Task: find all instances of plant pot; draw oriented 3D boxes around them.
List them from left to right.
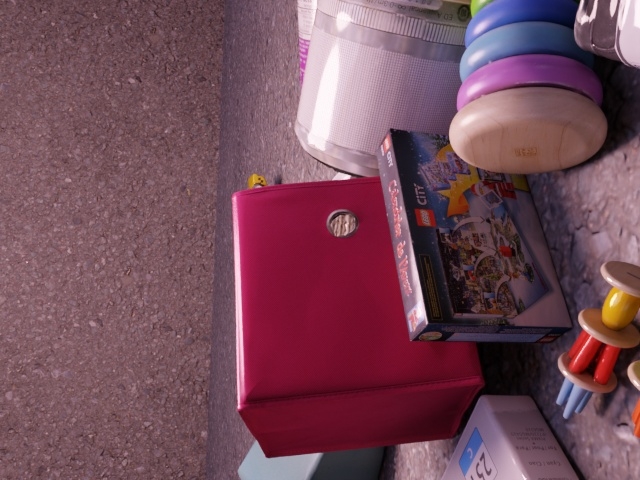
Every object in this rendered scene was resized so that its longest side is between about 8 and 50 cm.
[{"bbox_3d":[0.000,0.356,1.096,0.165,0.166,0.234,52,125,47],"label":"plant pot"}]

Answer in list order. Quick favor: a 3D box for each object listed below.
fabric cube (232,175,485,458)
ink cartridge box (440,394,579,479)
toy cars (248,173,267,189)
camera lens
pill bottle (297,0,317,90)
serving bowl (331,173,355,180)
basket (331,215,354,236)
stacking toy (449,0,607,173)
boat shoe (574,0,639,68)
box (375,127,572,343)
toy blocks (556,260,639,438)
[{"bbox_3d":[0.033,0.101,0.811,0.259,0.254,0.258,86,179,-61],"label":"fabric cube"},{"bbox_3d":[0.191,0.353,0.669,0.261,0.066,0.296,-110,28,-55],"label":"ink cartridge box"},{"bbox_3d":[-0.130,-0.016,1.763,0.176,0.087,0.393,103,158,-44],"label":"toy cars"},{"bbox_3d":[0.092,-0.222,0.835,0.219,0.220,0.274,-116,33,-58],"label":"camera lens"},{"bbox_3d":[0.050,-0.334,0.999,0.169,0.169,0.301,-121,27,-62],"label":"pill bottle"},{"bbox_3d":[0.045,-0.105,1.260,0.083,0.027,0.083,-43,22,22],"label":"serving bowl"},{"bbox_3d":[0.000,0.000,1.293,0.113,0.103,0.167,-141,57,-70],"label":"basket"},{"bbox_3d":[0.206,-0.240,0.659,0.141,0.141,0.330,140,138,-67],"label":"stacking toy"},{"bbox_3d":[0.262,-0.286,0.482,0.105,0.113,0.306,42,137,51],"label":"boat shoe"},{"bbox_3d":[0.155,-0.008,0.696,0.044,0.159,0.233,119,150,-55],"label":"box"},{"bbox_3d":[0.250,0.110,0.542,0.123,0.054,0.148,-114,32,-57],"label":"toy blocks"}]
